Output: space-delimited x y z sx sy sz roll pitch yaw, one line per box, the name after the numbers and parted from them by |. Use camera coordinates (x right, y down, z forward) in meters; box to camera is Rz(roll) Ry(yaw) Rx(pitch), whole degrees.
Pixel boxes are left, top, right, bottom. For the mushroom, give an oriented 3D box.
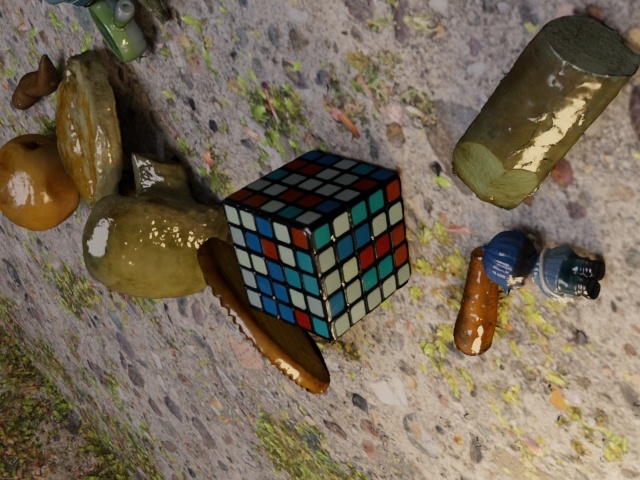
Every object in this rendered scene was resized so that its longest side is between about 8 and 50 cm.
-0.302 0.004 1.443 0.217 0.212 0.292 30 112 17 | mushroom

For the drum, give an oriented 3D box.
-0.334 -0.372 1.255 0.130 0.049 0.253 55 168 0 | drum

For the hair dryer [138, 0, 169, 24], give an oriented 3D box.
-0.330 -0.469 1.206 0.219 0.088 0.225 64 -168 24 | hair dryer

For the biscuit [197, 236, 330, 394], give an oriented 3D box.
-0.092 0.124 1.275 0.318 0.040 0.318 50 -176 -5 | biscuit

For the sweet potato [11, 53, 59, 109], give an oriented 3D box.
-0.618 -0.345 1.701 0.281 0.059 0.067 -6 101 53 | sweet potato

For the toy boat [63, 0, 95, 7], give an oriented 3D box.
-0.390 -0.416 1.255 0.061 0.060 0.137 25 166 -32 | toy boat

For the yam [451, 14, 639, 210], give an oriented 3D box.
0.212 -0.114 0.805 0.106 0.106 0.259 47 144 15 | yam

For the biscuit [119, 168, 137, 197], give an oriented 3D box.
-0.400 -0.008 1.686 0.289 0.081 0.334 53 148 8 | biscuit

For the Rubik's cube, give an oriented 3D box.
0.000 0.000 1.089 0.184 0.187 0.182 17 129 41 | Rubik's cube

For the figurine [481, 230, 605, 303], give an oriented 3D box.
0.251 0.033 0.898 0.136 0.079 0.077 12 85 52 | figurine

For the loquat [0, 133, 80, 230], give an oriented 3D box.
-0.674 -0.136 1.824 0.238 0.193 0.238 27 139 27 | loquat

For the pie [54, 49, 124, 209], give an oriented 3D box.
-0.451 -0.214 1.519 0.339 0.077 0.339 26 121 53 | pie

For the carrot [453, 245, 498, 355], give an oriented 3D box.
0.208 0.081 1.016 0.055 0.055 0.161 29 130 35 | carrot

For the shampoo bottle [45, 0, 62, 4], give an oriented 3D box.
-0.430 -0.477 1.353 0.258 0.061 0.104 10 127 47 | shampoo bottle
